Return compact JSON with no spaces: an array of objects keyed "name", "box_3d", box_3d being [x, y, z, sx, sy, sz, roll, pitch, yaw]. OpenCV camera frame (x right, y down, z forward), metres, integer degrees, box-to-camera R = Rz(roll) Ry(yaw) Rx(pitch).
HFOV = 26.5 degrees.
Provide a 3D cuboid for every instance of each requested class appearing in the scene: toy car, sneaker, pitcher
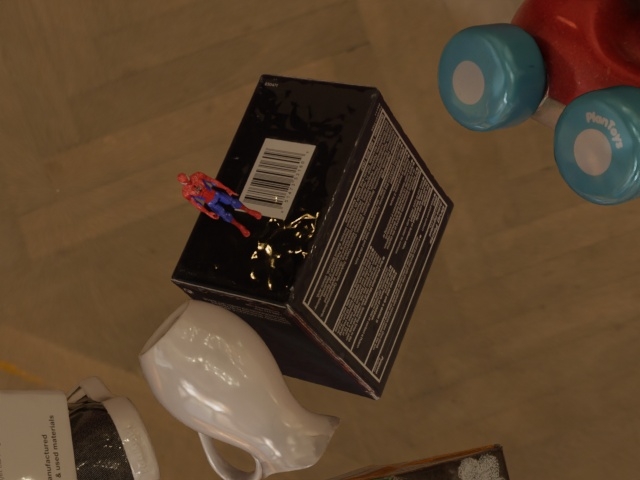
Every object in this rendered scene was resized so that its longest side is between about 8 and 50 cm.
[{"name":"toy car","box_3d":[0.230,-0.172,0.890,0.219,0.210,0.238,-13,127,-38]},{"name":"sneaker","box_3d":[-0.186,0.144,0.891,0.121,0.217,0.079,-19,88,-18]},{"name":"pitcher","box_3d":[-0.108,0.175,1.470,0.207,0.125,0.178,44,128,-10]}]

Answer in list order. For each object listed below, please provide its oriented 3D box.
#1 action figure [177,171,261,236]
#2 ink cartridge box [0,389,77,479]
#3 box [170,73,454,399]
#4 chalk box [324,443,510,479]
[{"name":"action figure","box_3d":[-0.111,-0.043,1.458,0.115,0.030,0.038,33,94,-38]},{"name":"ink cartridge box","box_3d":[-0.146,0.082,0.405,0.122,0.088,0.052,5,60,-32]},{"name":"box","box_3d":[0.000,0.000,1.695,0.182,0.294,0.296,11,68,31]},{"name":"chalk box","box_3d":[0.091,0.361,1.297,0.180,0.179,0.289,-5,80,-48]}]
